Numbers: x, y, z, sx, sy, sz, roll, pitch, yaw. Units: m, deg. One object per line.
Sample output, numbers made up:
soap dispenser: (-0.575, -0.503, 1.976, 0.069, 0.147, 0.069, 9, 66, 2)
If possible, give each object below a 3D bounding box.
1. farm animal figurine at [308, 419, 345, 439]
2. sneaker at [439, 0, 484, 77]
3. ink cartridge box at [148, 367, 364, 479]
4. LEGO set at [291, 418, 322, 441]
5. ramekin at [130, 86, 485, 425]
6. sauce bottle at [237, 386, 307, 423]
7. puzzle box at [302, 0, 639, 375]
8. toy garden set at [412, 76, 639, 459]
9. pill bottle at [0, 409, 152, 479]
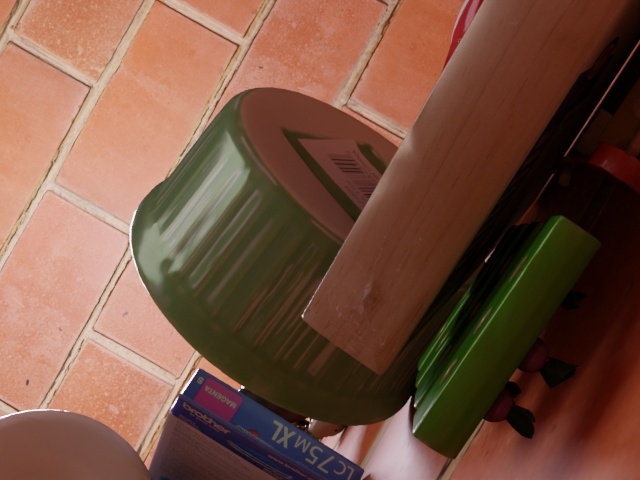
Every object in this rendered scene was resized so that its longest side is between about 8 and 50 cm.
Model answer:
farm animal figurine: (-0.065, 0.271, 1.268, 0.330, 0.172, 0.327, -52, 15, 24)
sneaker: (0.123, -0.110, 0.763, 0.128, 0.087, 0.221, -51, -22, -65)
ink cartridge box: (-0.073, 0.231, 0.955, 0.065, 0.185, 0.311, -58, -3, -31)
LEGO set: (-0.062, 0.224, 1.526, 0.331, 0.192, 0.255, -61, -1, 35)
ramekin: (0.000, 0.000, 0.854, 0.148, 0.303, 0.303, -53, 2, 25)
sauce bottle: (-0.011, 0.138, 1.156, 0.344, 0.111, 0.111, -45, -8, -27)
puzzle box: (0.144, -0.104, 0.581, 0.272, 0.052, 0.409, -60, -12, 24)
toy garden set: (0.125, 0.008, 0.499, 0.204, 0.049, 0.244, -56, -5, 4)
pill bottle: (-0.291, 0.330, 1.036, 0.224, 0.224, 0.392, -60, -1, -25)
